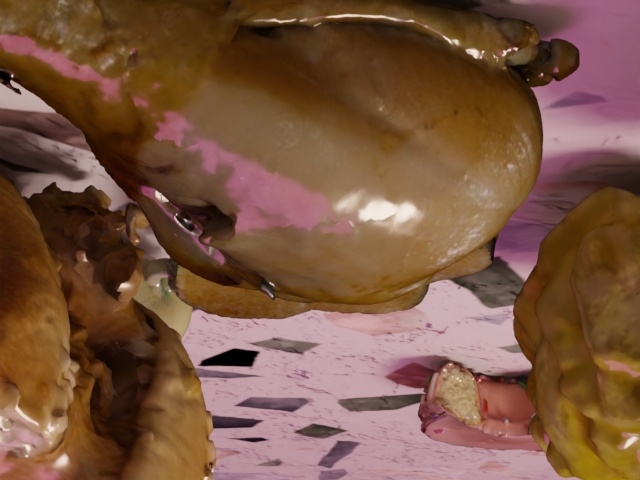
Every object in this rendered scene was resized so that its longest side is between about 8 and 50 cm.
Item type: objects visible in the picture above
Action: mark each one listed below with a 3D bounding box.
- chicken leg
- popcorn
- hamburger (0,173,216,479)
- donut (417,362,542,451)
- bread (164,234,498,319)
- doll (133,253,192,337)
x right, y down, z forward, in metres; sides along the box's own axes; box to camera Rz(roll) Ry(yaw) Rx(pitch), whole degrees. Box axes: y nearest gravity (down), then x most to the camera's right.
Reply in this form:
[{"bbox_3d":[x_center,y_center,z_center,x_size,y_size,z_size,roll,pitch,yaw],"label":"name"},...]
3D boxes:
[{"bbox_3d":[-0.077,-0.086,0.807,0.429,0.153,0.201,23,141,-31],"label":"chicken leg"},{"bbox_3d":[0.241,0.066,1.106,0.233,0.192,0.266,14,133,-26],"label":"popcorn"},{"bbox_3d":[-0.232,0.088,1.094,0.445,0.287,0.268,-12,133,43],"label":"hamburger"},{"bbox_3d":[0.159,0.149,1.565,0.166,0.065,0.117,8,159,-15],"label":"donut"},{"bbox_3d":[0.009,-0.015,1.091,0.207,0.056,0.286,5,158,-12],"label":"bread"},{"bbox_3d":[-0.190,0.067,1.310,0.141,0.117,0.296,23,139,-34],"label":"doll"}]
